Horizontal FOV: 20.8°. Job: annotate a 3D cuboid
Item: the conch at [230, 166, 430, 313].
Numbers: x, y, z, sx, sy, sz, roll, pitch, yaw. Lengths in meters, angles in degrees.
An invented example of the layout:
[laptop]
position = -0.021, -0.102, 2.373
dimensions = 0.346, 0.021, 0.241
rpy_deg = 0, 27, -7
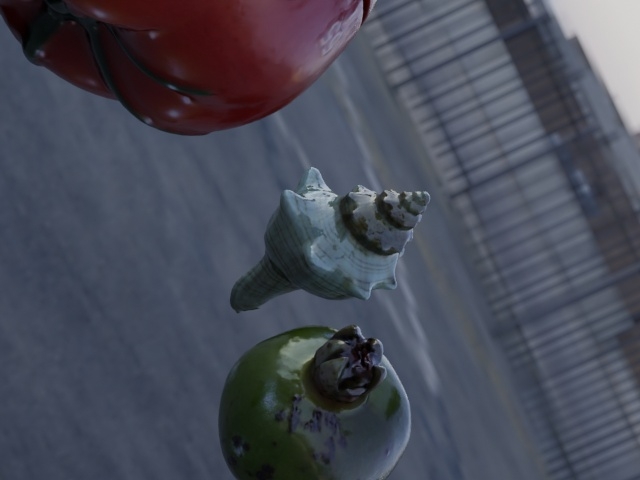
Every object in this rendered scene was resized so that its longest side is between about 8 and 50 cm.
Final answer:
[conch]
position = 0.000, -0.007, 1.668
dimensions = 0.114, 0.234, 0.137
rpy_deg = 16, 72, -66

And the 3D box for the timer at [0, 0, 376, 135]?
[timer]
position = -0.126, -0.260, 1.260
dimensions = 0.378, 0.279, 0.378
rpy_deg = 32, -17, 11

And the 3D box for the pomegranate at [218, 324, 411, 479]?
[pomegranate]
position = 0.006, 0.148, 1.604
dimensions = 0.179, 0.210, 0.179
rpy_deg = 31, 27, -17
